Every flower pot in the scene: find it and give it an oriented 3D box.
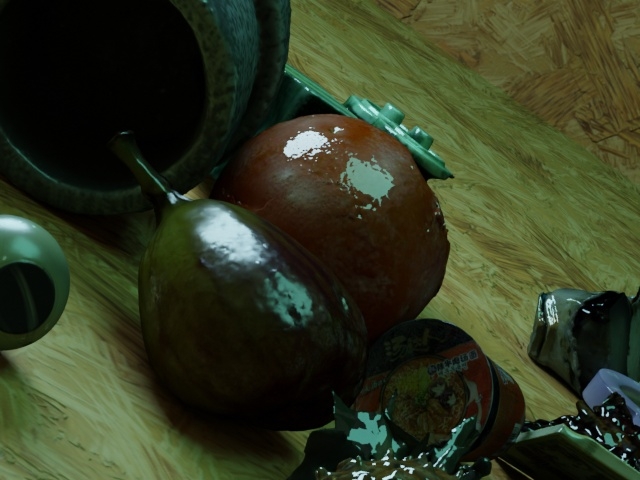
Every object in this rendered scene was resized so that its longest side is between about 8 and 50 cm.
[{"bbox_3d":[-0.180,-0.183,1.735,0.299,0.299,0.283,34,23,-3],"label":"flower pot"}]

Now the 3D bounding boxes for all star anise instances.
[{"bbox_3d":[0.246,0.193,1.871,0.157,0.054,0.212,6,22,13],"label":"star anise"}]

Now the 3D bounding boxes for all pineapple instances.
[{"bbox_3d":[0.042,0.189,1.315,0.165,0.165,0.364,34,6,-2],"label":"pineapple"}]

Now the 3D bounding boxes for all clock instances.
[{"bbox_3d":[0.356,0.219,2.047,0.172,0.064,0.198,23,18,-38],"label":"clock"}]

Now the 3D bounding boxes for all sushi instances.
[{"bbox_3d":[0.312,0.101,2.250,0.109,0.134,0.273,7,15,23],"label":"sushi"}]

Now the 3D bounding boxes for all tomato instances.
[{"bbox_3d":[0.000,0.000,1.689,0.184,0.208,0.208,-26,49,-22],"label":"tomato"}]

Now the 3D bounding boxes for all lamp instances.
[{"bbox_3d":[-0.230,0.017,1.362,0.091,0.091,0.163,27,2,-29],"label":"lamp"}]

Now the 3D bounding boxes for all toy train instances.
[{"bbox_3d":[-0.006,-0.086,1.961,0.238,0.167,0.299,33,4,-20],"label":"toy train"}]

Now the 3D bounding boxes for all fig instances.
[{"bbox_3d":[-0.081,0.026,1.493,0.274,0.145,0.170,53,17,21],"label":"fig"}]

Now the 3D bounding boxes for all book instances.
[{"bbox_3d":[0.244,0.214,1.724,0.168,0.013,0.192,34,-15,-5],"label":"book"}]

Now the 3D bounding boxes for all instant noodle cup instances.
[{"bbox_3d":[0.111,0.137,1.673,0.127,0.127,0.135,42,8,28],"label":"instant noodle cup"}]
